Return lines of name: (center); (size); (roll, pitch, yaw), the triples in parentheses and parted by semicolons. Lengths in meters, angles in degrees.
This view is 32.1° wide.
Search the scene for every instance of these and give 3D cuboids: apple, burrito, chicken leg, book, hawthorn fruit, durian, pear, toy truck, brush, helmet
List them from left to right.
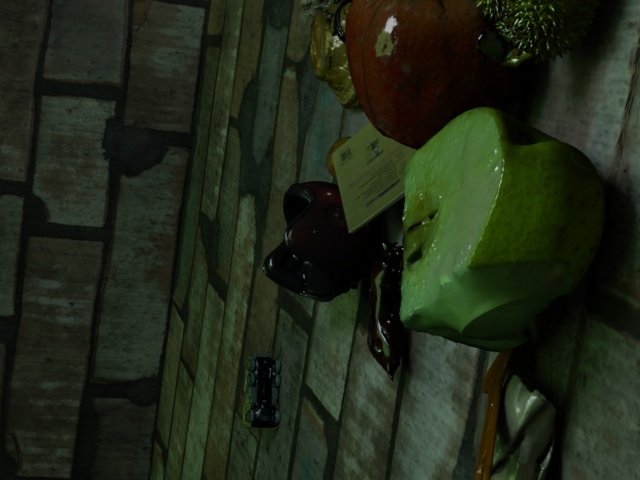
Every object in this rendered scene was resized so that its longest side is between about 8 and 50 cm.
toy truck: (-0.137, 0.337, 2.475); (0.100, 0.077, 0.168); (148, 124, -64)
helmet: (0.000, 0.000, 1.960); (0.189, 0.193, 0.215); (127, 128, -65)
apple: (0.052, -0.148, 2.032); (0.071, 0.084, 0.084); (-40, 47, 54)
book: (0.094, -0.125, 1.872); (0.168, 0.013, 0.192); (-37, 43, 27)
chicken leg: (0.109, 0.110, 1.803); (0.105, 0.063, 0.233); (85, -172, -83)
hawthorn fruit: (0.154, -0.252, 1.494); (0.258, 0.258, 0.261); (-143, 49, -69)
brush: (0.208, 0.206, 1.352); (0.314, 0.017, 0.090); (-69, 0, -52)
burrito: (0.221, 0.360, 1.361); (0.117, 0.076, 0.392); (-149, 69, -76)
pear: (0.227, -0.029, 1.319); (0.282, 0.176, 0.286); (128, 153, -50)
durian: (0.268, -0.309, 1.327); (0.159, 0.146, 0.198); (-31, 62, 49)

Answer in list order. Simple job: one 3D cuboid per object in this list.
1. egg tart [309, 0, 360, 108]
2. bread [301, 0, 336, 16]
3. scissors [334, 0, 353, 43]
egg tart: (0.042, -0.366, 2.095); (0.241, 0.106, 0.241); (-179, 90, -72)
bread: (0.001, -0.537, 2.306); (0.125, 0.082, 0.106); (102, 174, -51)
scissors: (0.097, -0.475, 2.007); (0.022, 0.109, 0.299); (129, 154, -68)
